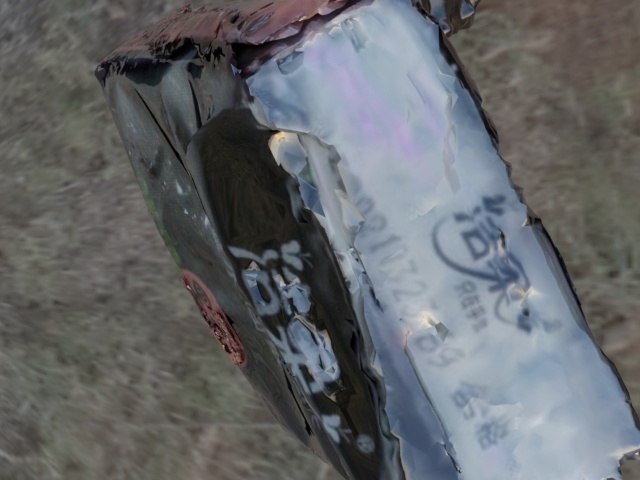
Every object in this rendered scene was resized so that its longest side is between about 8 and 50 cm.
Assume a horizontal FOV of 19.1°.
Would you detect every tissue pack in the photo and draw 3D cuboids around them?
[{"bbox_3d":[0.000,0.000,0.884,0.123,0.332,0.245,-32,103,-11],"label":"tissue pack"}]

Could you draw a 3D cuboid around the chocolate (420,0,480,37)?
[{"bbox_3d":[0.032,-0.269,1.636,0.206,0.224,0.177,-14,111,-36],"label":"chocolate"}]
